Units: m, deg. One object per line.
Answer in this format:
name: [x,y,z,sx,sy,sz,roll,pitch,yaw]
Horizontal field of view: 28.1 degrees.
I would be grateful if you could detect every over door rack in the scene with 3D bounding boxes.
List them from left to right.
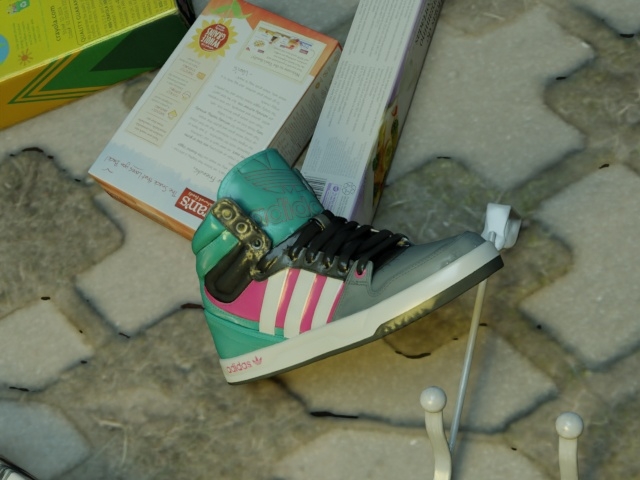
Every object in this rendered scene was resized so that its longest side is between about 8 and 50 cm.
over door rack: [0.213,0.118,1.031,0.240,0.108,0.324,9,70,20]

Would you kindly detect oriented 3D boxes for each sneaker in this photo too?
sneaker: [0.000,0.000,1.070,0.296,0.124,0.178,-23,92,37]

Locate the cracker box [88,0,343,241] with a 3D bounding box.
cracker box: [-0.096,-0.116,1.255,0.156,0.067,0.232,28,76,27]

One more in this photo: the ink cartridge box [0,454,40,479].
ink cartridge box: [-0.286,0.289,1.114,0.237,0.100,0.172,26,76,25]

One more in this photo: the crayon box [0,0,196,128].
crayon box: [-0.301,-0.244,1.368,0.319,0.081,0.202,-19,62,8]

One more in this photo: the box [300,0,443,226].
box: [0.050,-0.145,1.224,0.067,0.063,0.324,11,70,21]
